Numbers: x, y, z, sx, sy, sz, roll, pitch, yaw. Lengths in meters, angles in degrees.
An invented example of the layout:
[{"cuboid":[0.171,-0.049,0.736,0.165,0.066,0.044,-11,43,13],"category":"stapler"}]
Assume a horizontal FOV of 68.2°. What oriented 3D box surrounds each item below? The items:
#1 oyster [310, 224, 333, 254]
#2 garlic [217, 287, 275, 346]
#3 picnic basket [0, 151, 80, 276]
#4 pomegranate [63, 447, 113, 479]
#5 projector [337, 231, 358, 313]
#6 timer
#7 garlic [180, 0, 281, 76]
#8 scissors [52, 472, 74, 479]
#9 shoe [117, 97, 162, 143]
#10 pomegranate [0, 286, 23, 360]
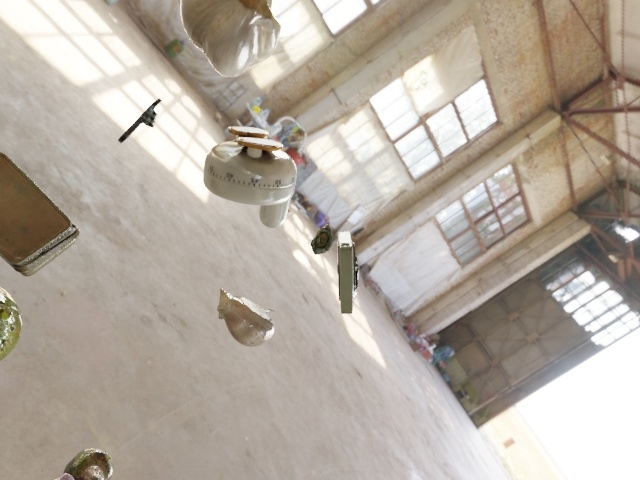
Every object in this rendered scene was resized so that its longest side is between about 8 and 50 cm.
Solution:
[{"cuboid":[0.000,-0.001,1.740,0.037,0.100,0.098,-2,-76,61],"category":"oyster"},{"cuboid":[-0.190,0.249,1.416,0.266,0.129,0.148,45,47,-58],"category":"garlic"},{"cuboid":[-0.720,-0.056,1.114,0.266,0.165,0.139,45,-27,-3],"category":"picnic basket"},{"cuboid":[-0.674,0.694,1.388,0.163,0.138,0.125,23,-52,42],"category":"pomegranate"},{"cuboid":[0.103,0.116,1.793,0.257,0.079,0.259,-83,172,-76],"category":"projector"},{"cuboid":[-0.175,-0.146,1.183,0.234,0.240,0.233,10,23,-4],"category":"timer"},{"cuboid":[-0.167,-0.448,0.896,0.203,0.185,0.280,144,-55,-84],"category":"garlic"},{"cuboid":[-0.579,0.635,1.130,0.021,0.110,0.212,8,-33,41],"category":"scissors"},{"cuboid":[-0.525,-0.347,1.412,0.049,0.179,0.071,43,-1,-22],"category":"shoe"},{"cuboid":[-0.879,0.230,1.126,0.260,0.340,0.260,35,15,-11],"category":"pomegranate"}]
